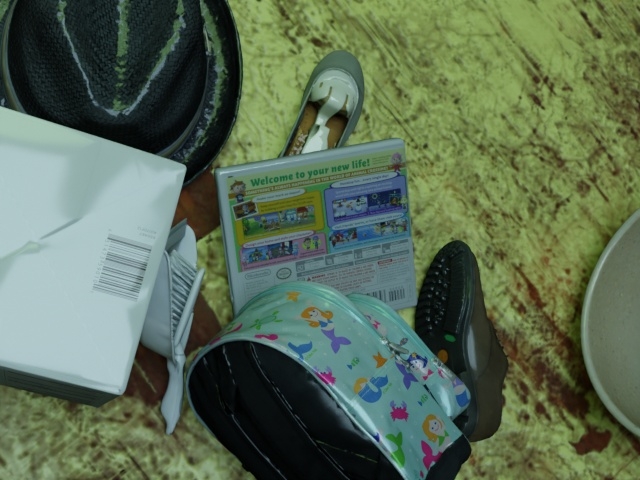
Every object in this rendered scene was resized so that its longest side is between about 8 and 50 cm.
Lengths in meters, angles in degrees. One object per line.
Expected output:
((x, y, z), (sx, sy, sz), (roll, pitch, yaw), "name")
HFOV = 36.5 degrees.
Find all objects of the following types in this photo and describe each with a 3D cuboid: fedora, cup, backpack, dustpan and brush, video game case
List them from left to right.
((-0.214, -0.209, 0.997), (0.334, 0.152, 0.334), (4, 77, -16), "fedora")
((-0.149, 0.094, 0.984), (0.060, 0.147, 0.211), (17, 100, -1), "dustpan and brush")
((0.000, 0.000, 1.048), (0.212, 0.023, 0.193), (-11, 106, -19), "video game case")
((0.003, 0.161, 0.948), (0.253, 0.225, 0.191), (43, 49, -5), "backpack")
((0.500, 0.111, 1.089), (0.237, 0.331, 0.331), (29, 69, -36), "cup")

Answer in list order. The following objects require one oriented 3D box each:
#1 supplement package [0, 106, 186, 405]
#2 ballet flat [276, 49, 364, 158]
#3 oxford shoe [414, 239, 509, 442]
((-0.256, 0.028, 0.872), (0.198, 0.263, 0.199), (17, 74, -13), "supplement package")
((0.005, -0.130, 1.092), (0.072, 0.068, 0.213), (26, 72, -9), "ballet flat")
((0.163, 0.113, 1.094), (0.096, 0.083, 0.227), (12, 72, -38), "oxford shoe")
